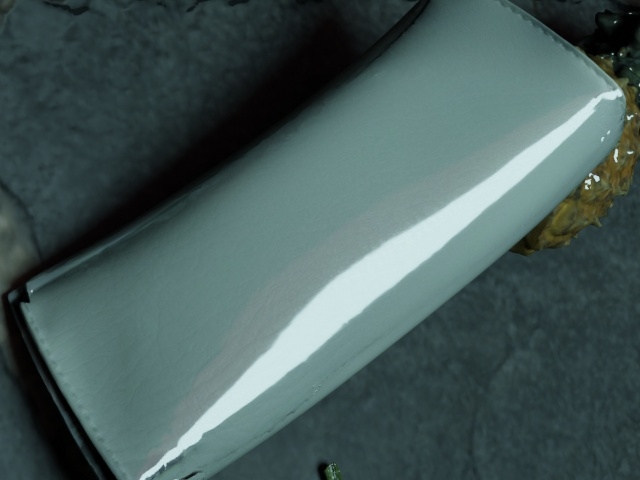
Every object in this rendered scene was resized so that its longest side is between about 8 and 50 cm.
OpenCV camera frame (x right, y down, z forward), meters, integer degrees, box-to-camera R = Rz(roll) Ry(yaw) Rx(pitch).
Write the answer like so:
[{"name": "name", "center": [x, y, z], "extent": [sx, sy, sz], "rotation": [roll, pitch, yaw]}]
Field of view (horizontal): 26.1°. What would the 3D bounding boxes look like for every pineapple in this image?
[{"name": "pineapple", "center": [0.177, -0.082, 0.819], "extent": [0.237, 0.119, 0.111], "rotation": [-29, 89, -31]}]

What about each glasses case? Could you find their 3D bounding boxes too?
[{"name": "glasses case", "center": [-0.001, -0.002, 0.671], "extent": [0.308, 0.083, 0.128], "rotation": [-37, 80, -13]}]

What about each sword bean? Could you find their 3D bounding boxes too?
[{"name": "sword bean", "center": [0.019, 0.154, 0.717], "extent": [0.012, 0.012, 0.083], "rotation": [-26, 95, -35]}]
